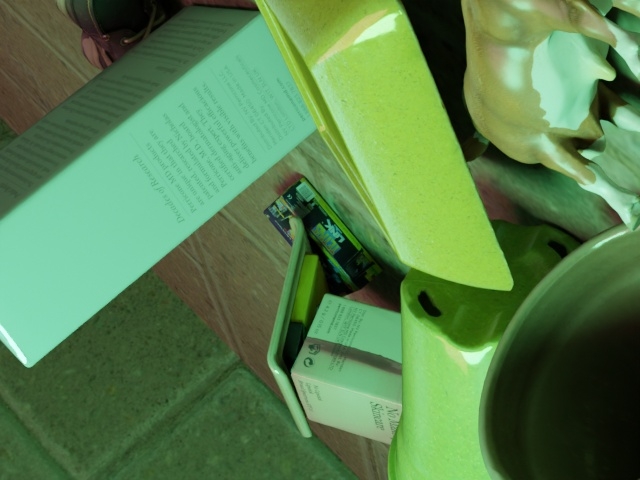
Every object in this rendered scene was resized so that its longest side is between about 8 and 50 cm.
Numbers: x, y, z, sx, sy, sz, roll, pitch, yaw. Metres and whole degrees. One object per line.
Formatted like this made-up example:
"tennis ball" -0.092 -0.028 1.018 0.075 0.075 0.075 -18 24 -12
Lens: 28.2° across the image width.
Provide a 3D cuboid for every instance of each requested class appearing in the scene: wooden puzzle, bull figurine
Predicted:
"wooden puzzle" -0.019 0.119 1.727 0.044 0.238 0.221 0 149 11
"bull figurine" 0.172 -0.117 0.926 0.188 0.101 0.310 34 165 26

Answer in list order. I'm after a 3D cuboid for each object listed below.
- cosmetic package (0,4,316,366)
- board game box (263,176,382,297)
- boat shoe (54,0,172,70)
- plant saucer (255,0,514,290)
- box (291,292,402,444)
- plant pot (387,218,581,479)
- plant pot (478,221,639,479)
"cosmetic package" -0.240 -0.080 1.498 0.161 0.453 0.230 57 164 -26
"board game box" 0.000 0.000 1.797 0.170 0.048 0.141 50 164 -1
"boat shoe" -0.246 -0.294 1.676 0.130 0.132 0.355 37 172 6
"plant saucer" 0.029 -0.137 1.126 0.333 0.081 0.333 62 178 -40
"box" 0.099 0.180 1.639 0.232 0.127 0.148 14 151 19
"plant pot" 0.184 0.129 1.248 0.276 0.276 0.254 35 148 44
"plant pot" 0.294 0.146 1.004 0.229 0.263 0.263 37 171 -26
